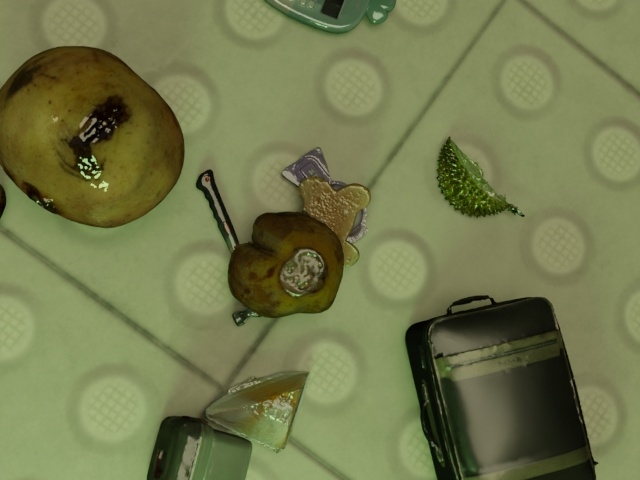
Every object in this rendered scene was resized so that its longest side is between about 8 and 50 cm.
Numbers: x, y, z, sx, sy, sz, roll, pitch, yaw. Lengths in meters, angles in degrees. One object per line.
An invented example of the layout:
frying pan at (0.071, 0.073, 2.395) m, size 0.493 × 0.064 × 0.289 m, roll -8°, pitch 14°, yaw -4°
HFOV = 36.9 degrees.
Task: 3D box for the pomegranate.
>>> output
pomegranate at (-0.386, -0.171, 1.600) m, size 0.322 × 0.322 × 0.322 m, roll 2°, pitch 81°, yaw -12°

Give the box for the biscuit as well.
biscuit at (0.000, 0.000, 1.770) m, size 0.153 × 0.030 × 0.234 m, roll 12°, pitch 97°, yaw 4°

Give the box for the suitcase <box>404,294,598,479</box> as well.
suitcase at (0.321, 0.314, 1.745) m, size 0.283 × 0.194 × 0.433 m, roll -11°, pitch 83°, yaw -14°

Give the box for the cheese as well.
cheese at (0.018, -0.080, 1.810) m, size 0.105 × 0.042 × 0.191 m, roll -35°, pitch 90°, yaw -16°

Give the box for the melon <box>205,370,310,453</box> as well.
melon at (-0.095, 0.313, 1.705) m, size 0.203 × 0.093 × 0.139 m, roll -18°, pitch 94°, yaw -10°

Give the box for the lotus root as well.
lotus root at (-0.057, 0.046, 1.661) m, size 0.199 × 0.180 × 0.188 m, roll -3°, pitch 94°, yaw -9°

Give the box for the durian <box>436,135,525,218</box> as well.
durian at (0.302, -0.105, 1.863) m, size 0.100 × 0.086 × 0.215 m, roll -41°, pitch 90°, yaw -29°

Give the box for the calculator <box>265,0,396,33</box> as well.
calculator at (0.003, -0.503, 1.869) m, size 0.299 × 0.041 × 0.185 m, roll 20°, pitch 78°, yaw -7°

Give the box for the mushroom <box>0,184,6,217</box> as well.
mushroom at (-0.596, -0.084, 1.653) m, size 0.088 × 0.072 × 0.129 m, roll -23°, pitch 122°, yaw -1°

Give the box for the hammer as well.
hammer at (-0.161, 0.006, 1.762) m, size 0.111 × 0.033 × 0.287 m, roll -24°, pitch 87°, yaw -14°

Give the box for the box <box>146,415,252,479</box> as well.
box at (-0.206, 0.375, 1.611) m, size 0.129 × 0.210 × 0.147 m, roll 18°, pitch 79°, yaw -17°
